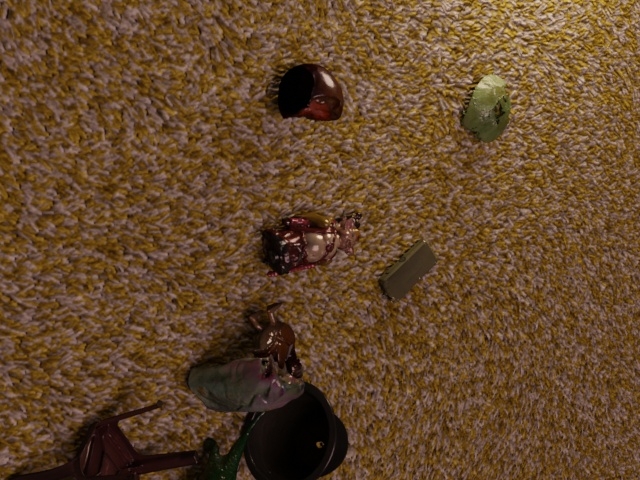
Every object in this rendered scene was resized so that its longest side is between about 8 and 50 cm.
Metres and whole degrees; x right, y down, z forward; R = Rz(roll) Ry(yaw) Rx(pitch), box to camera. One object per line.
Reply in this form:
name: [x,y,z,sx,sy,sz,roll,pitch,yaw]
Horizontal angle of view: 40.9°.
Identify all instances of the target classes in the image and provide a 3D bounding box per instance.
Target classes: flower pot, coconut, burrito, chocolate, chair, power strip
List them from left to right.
chair: [-0.433,0.456,1.657,0.327,0.183,0.175,-14,120,21]
burrito: [-0.148,0.295,1.719,0.144,0.229,0.089,42,50,-32]
flower pot: [-0.035,0.429,1.852,0.148,0.235,0.235,33,85,-54]
chocolate: [-0.016,-0.281,1.711,0.127,0.124,0.133,-63,156,-3]
power strip: [0.199,0.074,1.987,0.169,0.028,0.076,-42,121,-17]
coconut: [0.389,-0.298,1.986,0.133,0.055,0.158,-24,113,-26]

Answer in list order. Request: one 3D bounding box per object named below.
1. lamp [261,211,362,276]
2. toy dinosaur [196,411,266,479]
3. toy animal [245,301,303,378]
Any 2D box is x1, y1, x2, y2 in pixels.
lamp: [0.000,0.000,1.798,0.253,0.118,0.118,-12,109,-27]
toy dinosaur: [-0.205,0.541,1.705,0.087,0.301,0.447,43,82,-31]
toy animal: [-0.093,0.229,1.779,0.089,0.188,0.179,-20,100,20]
